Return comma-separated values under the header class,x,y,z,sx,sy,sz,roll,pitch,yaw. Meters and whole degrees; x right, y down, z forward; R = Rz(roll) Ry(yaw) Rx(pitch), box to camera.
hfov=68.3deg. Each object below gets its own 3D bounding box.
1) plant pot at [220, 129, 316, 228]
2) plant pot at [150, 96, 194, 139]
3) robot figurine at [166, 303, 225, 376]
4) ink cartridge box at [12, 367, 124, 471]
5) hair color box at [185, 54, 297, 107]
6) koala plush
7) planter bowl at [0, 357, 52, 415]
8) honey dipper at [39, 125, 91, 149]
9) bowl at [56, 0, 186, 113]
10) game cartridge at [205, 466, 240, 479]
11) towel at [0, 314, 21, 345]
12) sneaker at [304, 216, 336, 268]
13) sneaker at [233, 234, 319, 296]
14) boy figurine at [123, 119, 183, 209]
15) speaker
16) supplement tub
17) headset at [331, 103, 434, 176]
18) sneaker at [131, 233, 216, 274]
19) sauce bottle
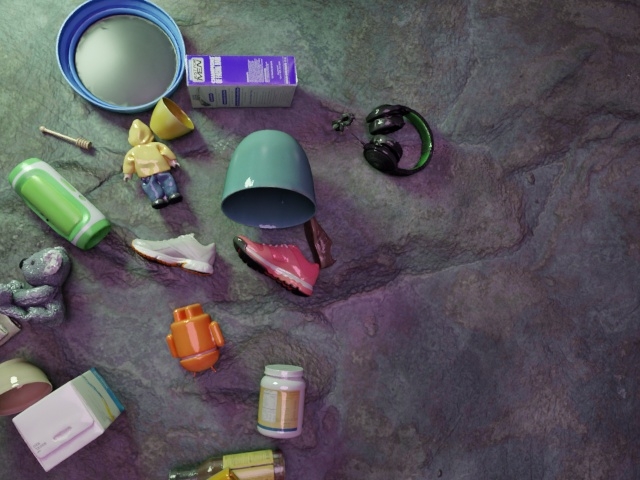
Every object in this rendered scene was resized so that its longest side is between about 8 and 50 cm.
class,x,y,z,sx,sy,sz,roll,pitch,yaw
plant pot,-0.160,-0.201,1.488,0.293,0.293,0.234,3,67,-10
plant pot,-0.492,-0.380,1.526,0.095,0.134,0.134,-40,92,12
robot figurine,-0.389,0.310,1.465,0.158,0.128,0.219,-15,86,-22
ink cartridge box,-0.700,0.493,1.334,0.171,0.233,0.168,-34,91,-12
hair color box,-0.258,-0.516,1.543,0.339,0.185,0.109,-5,85,-11
koala plush,-0.814,0.120,1.386,0.204,0.196,0.221,26,80,-18
planter bowl,-0.879,0.411,1.362,0.162,0.162,0.109,-31,63,-12
honey dipper,-0.815,-0.329,1.504,0.161,0.030,0.030,18,81,-4
bowl,-0.637,-0.601,1.538,0.392,0.077,0.390,1,84,-10
game cartridge,-0.330,0.860,1.393,0.324,0.052,0.285,-33,107,-2
towel,-1.104,0.241,1.360,0.324,0.056,0.312,-39,98,-10
sneaker,0.000,0.000,1.607,0.071,0.066,0.188,-15,92,-28
sneaker,-0.141,0.058,1.558,0.314,0.116,0.136,35,69,-12
boy figurine,-0.550,-0.244,1.511,0.177,0.092,0.285,-25,88,-11
speaker,-0.789,-0.109,1.436,0.296,0.131,0.131,44,79,-4
supplement tub,-0.120,0.501,1.483,0.145,0.144,0.199,5,83,-10
headset,0.228,-0.361,1.614,0.395,0.185,0.243,8,82,-21
sneaker,-0.459,0.025,1.506,0.263,0.099,0.120,18,74,-16
sauce bottle,-0.283,0.716,1.450,0.345,0.111,0.111,-2,85,-9
